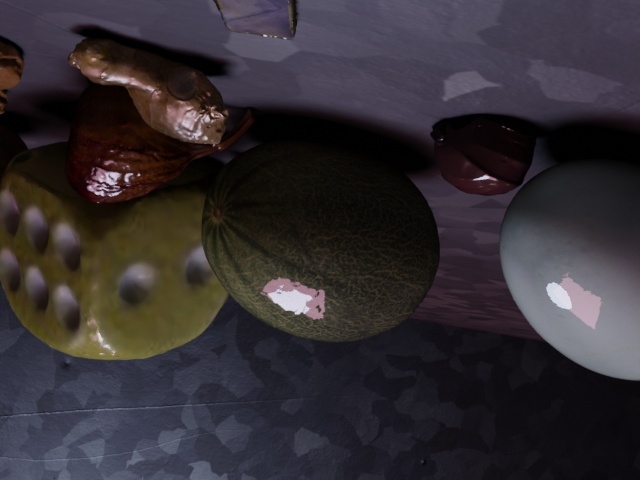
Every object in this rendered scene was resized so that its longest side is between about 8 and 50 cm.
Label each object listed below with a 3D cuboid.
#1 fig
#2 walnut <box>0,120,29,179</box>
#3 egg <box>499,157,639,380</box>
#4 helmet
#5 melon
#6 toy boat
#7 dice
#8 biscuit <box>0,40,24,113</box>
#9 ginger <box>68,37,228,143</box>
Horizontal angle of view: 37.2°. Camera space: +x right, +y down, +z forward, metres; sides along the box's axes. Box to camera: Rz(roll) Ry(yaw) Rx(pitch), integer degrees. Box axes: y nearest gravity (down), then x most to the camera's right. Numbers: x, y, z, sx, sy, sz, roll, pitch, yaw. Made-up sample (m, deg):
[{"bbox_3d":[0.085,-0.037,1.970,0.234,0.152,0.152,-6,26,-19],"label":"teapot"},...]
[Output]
[{"bbox_3d":[-0.179,-0.106,1.049,0.201,0.134,0.146,0,-167,-23],"label":"fig"},{"bbox_3d":[-0.497,-0.074,1.288,0.227,0.228,0.228,9,171,1],"label":"walnut"},{"bbox_3d":[0.329,0.032,1.045,0.230,0.230,0.371,1,164,43],"label":"egg"},{"bbox_3d":[0.167,-0.082,0.994,0.098,0.070,0.123,13,169,-30],"label":"helmet"},{"bbox_3d":[0.000,0.000,1.141,0.301,0.238,0.237,18,168,-36],"label":"melon"},{"bbox_3d":[-0.050,-0.185,0.731,0.063,0.016,0.115,8,172,2],"label":"toy boat"},{"bbox_3d":[-0.262,0.004,1.217,0.238,0.227,0.233,25,-153,39],"label":"dice"},{"bbox_3d":[-0.437,-0.177,1.044,0.262,0.052,0.277,9,171,1],"label":"biscuit"},{"bbox_3d":[-0.166,-0.149,0.932,0.165,0.067,0.096,26,166,-18],"label":"ginger"}]
